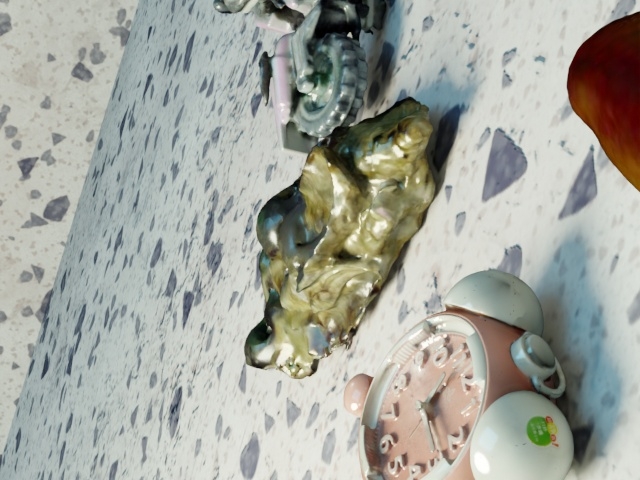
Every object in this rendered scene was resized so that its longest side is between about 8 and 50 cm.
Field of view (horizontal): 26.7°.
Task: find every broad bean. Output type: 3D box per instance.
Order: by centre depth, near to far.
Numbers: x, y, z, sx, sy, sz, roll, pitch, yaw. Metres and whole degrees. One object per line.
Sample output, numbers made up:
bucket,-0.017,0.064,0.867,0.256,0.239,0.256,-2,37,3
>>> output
broad bean,0.199,-0.073,0.728,0.165,0.084,0.114,-122,33,-56

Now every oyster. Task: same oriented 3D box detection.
oyster,0.004,0.000,1.206,0.361,0.096,0.221,146,128,-66

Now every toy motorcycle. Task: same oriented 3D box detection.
toy motorcycle,-0.024,-0.228,1.369,0.188,0.143,0.327,-42,48,48

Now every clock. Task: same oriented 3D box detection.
clock,0.097,0.117,0.872,0.162,0.093,0.166,-48,31,36
